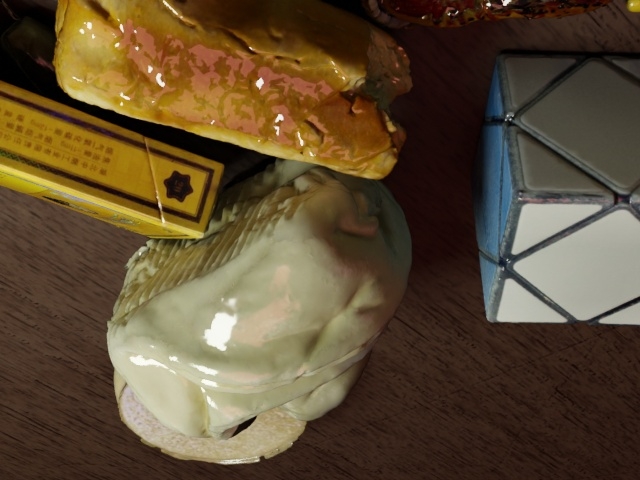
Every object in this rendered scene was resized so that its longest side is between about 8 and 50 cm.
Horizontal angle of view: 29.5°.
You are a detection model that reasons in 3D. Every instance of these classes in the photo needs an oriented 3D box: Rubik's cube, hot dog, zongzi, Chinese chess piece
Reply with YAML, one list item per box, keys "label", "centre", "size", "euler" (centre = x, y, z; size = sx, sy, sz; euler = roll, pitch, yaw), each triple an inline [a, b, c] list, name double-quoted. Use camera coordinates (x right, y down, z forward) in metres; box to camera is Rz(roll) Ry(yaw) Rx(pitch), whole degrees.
- label: "Rubik's cube"
  centre: [0.272, -0.051, 1.236]
  size: [0.207, 0.205, 0.205]
  euler: [2, 141, 0]
- label: "hot dog"
  centre: [0.160, -0.258, 1.084]
  size: [0.270, 0.082, 0.163]
  euler: [-9, 138, 13]
- label: "zongzi"
  centre: [-0.290, -0.174, 1.222]
  size: [0.154, 0.062, 0.130]
  euler: [32, 156, -19]
- label: "Chinese chess piece"
  centre: [-0.135, 0.185, 1.596]
  size: [0.269, 0.112, 0.270]
  euler: [0, 139, 0]

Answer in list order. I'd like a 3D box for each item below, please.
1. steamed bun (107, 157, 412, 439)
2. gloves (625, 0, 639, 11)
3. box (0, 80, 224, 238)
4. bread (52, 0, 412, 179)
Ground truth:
- label: "steamed bun"
  centre: [-0.045, 0.073, 1.272]
  size: [0.237, 0.346, 0.394]
  euler: [52, 156, -15]
- label: "gloves"
  centre: [0.395, -0.252, 1.033]
  size: [0.294, 0.116, 0.133]
  euler: [-12, 110, 3]
- label: "box"
  centre: [-0.269, -0.085, 1.220]
  size: [0.301, 0.084, 0.193]
  euler: [20, 174, -22]
- label: "bread"
  centre: [-0.079, -0.173, 1.112]
  size: [0.343, 0.195, 0.149]
  euler: [15, 103, -18]
